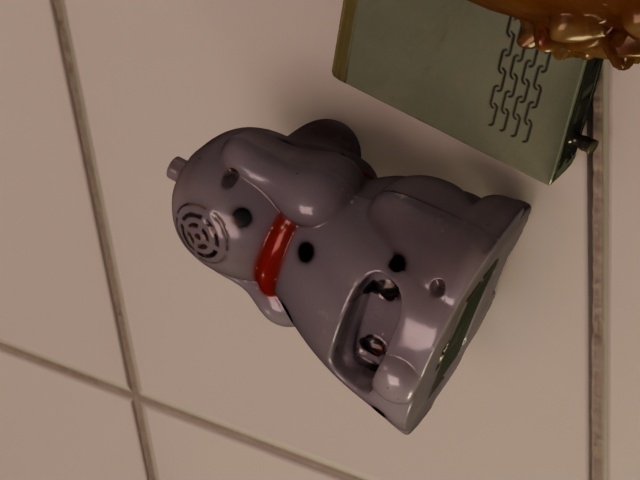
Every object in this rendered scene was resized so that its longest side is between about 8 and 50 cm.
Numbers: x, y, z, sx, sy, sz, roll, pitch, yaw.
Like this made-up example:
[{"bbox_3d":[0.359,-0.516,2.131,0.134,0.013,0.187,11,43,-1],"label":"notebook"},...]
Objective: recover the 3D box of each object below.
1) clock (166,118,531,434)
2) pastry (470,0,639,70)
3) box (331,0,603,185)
[{"bbox_3d":[0.004,0.000,1.096,0.254,0.189,0.189,32,135,18],"label":"clock"},{"bbox_3d":[0.190,-0.235,0.594,0.245,0.409,0.409,48,138,-11],"label":"pastry"},{"bbox_3d":[0.112,-0.185,0.970,0.211,0.045,0.270,28,133,23],"label":"box"}]
